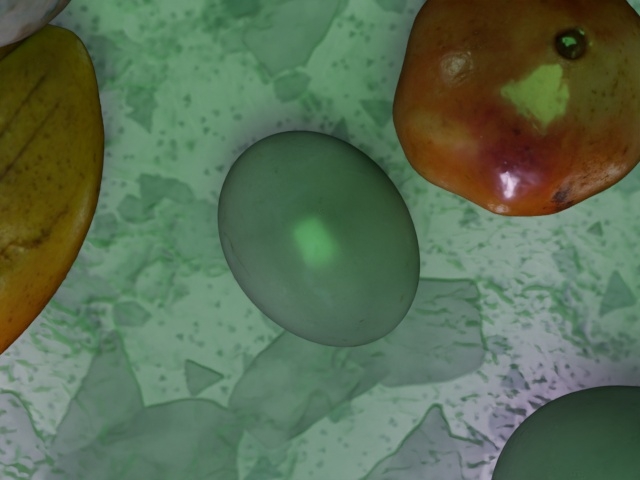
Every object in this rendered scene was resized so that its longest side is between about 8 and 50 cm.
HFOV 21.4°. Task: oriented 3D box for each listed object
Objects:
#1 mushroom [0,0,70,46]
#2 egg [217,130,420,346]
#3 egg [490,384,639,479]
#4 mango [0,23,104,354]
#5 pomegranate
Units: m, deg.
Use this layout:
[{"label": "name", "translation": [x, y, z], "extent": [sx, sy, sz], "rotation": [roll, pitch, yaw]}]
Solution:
[{"label": "mushroom", "translation": [-0.298, -0.251, 1.281], "extent": [0.244, 0.243, 0.243], "rotation": [0, 106, -2]}, {"label": "egg", "translation": [0.000, 0.000, 1.370], "extent": [0.149, 0.149, 0.192], "rotation": [-33, 112, 7]}, {"label": "egg", "translation": [0.302, 0.281, 1.391], "extent": [0.276, 0.276, 0.389], "rotation": [-44, 104, 10]}, {"label": "mango", "translation": [-0.295, -0.022, 1.351], "extent": [0.350, 0.201, 0.199], "rotation": [-51, 138, 3]}, {"label": "pomegranate", "translation": [0.157, -0.122, 1.318], "extent": [0.209, 0.209, 0.209], "rotation": [0, 106, -2]}]
